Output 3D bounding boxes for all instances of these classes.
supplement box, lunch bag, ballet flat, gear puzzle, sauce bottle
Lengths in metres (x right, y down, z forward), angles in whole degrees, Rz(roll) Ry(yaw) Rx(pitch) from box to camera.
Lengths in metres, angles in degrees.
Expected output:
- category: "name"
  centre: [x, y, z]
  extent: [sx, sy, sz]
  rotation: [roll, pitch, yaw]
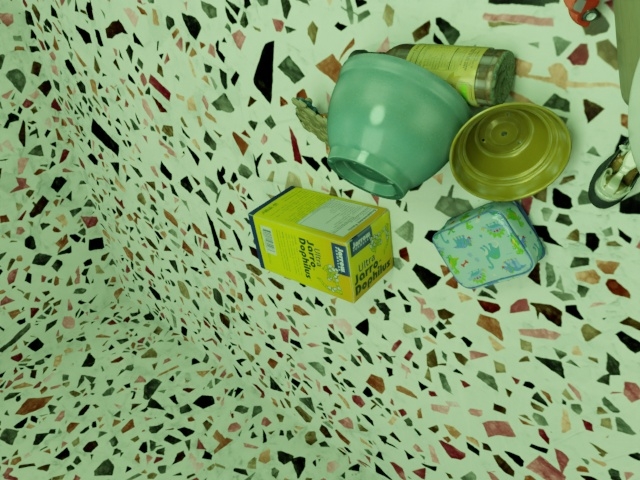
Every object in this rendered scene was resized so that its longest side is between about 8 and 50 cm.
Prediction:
- category: "supplement box"
  centre: [0.000, 0.000, 1.480]
  extent: [0.357, 0.194, 0.195]
  rotation: [18, 131, 37]
- category: "lunch bag"
  centre: [0.376, 0.013, 1.187]
  extent: [0.176, 0.090, 0.219]
  rotation: [56, 143, -3]
- category: "ballet flat"
  centre: [0.533, -0.123, 0.931]
  extent: [0.074, 0.074, 0.203]
  rotation: [38, 141, 18]
- category: "gear puzzle"
  centre: [0.075, -0.241, 1.291]
  extent: [0.339, 0.044, 0.175]
  rotation: [39, 175, 17]
- category: "sauce bottle"
  centre: [0.209, -0.340, 1.063]
  extent: [0.345, 0.111, 0.111]
  rotation: [19, 132, 37]

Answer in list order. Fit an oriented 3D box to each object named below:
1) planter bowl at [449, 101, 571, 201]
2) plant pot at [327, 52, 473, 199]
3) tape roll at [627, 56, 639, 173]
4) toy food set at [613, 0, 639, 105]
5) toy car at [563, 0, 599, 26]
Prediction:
- category: "planter bowl"
  centre: [0.359, -0.187, 1.015]
  extent: [0.217, 0.090, 0.217]
  rotation: [6, 132, 7]
- category: "plant pot"
  centre: [0.130, -0.205, 1.067]
  extent: [0.293, 0.196, 0.293]
  rotation: [27, 171, 4]
- category: "tape roll"
  centre: [0.573, -0.188, 0.624]
  extent: [0.072, 0.392, 0.391]
  rotation: [-101, -7, -66]
- category: "toy food set"
  centre: [0.502, -0.303, 0.725]
  extent: [0.093, 0.219, 0.306]
  rotation: [-15, 113, 10]
- category: "toy car"
  centre: [0.400, -0.448, 0.752]
  extent: [0.053, 0.239, 0.224]
  rotation: [-3, 96, 5]
